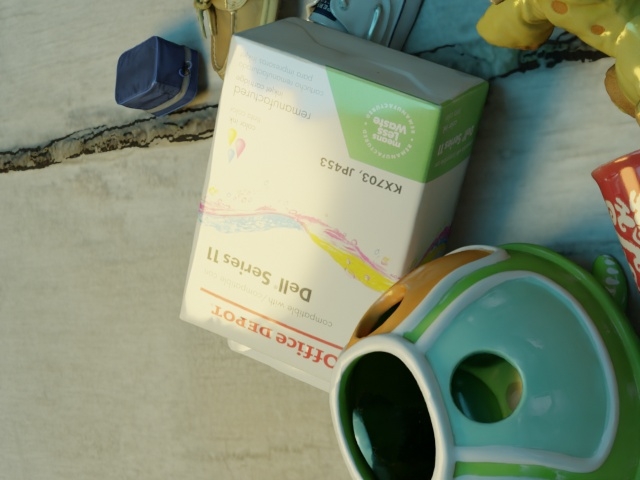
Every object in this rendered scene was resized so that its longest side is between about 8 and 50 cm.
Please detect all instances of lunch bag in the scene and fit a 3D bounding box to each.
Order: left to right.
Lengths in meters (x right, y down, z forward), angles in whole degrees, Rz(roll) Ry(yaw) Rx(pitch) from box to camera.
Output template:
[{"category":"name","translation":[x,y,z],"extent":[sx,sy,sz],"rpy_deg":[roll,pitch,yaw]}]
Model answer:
[{"category":"lunch bag","translation":[-0.174,-0.180,1.541],"extent":[0.098,0.065,0.067],"rpy_deg":[-15,67,48]}]

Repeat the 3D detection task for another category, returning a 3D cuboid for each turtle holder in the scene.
[{"category":"turtle holder","translation":[0.132,0.165,1.119],"extent":[0.243,0.227,0.320],"rpy_deg":[4,96,46]}]

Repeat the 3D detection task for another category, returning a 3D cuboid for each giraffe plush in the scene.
[{"category":"giraffe plush","translation":[0.233,-0.161,1.023],"extent":[0.181,0.210,0.170],"rpy_deg":[-42,86,8]}]

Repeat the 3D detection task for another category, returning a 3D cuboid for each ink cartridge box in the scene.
[{"category":"ink cartridge box","translation":[0.000,0.000,1.269],"extent":[0.207,0.119,0.353],"rpy_deg":[21,115,19]}]

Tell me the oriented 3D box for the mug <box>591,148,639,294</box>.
[{"category":"mug","translation":[0.290,0.007,1.022],"extent":[0.150,0.113,0.169],"rpy_deg":[-24,79,49]}]

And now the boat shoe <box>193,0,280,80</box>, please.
[{"category":"boat shoe","translation":[-0.098,-0.296,1.414],"extent":[0.104,0.089,0.285],"rpy_deg":[-1,89,64]}]

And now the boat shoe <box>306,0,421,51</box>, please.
[{"category":"boat shoe","translation":[0.031,-0.209,1.300],"extent":[0.095,0.084,0.258],"rpy_deg":[27,113,43]}]

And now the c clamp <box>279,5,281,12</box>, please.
[{"category":"c clamp","translation":[-0.001,-0.317,1.376],"extent":[0.160,0.022,0.137],"rpy_deg":[-24,71,47]}]
